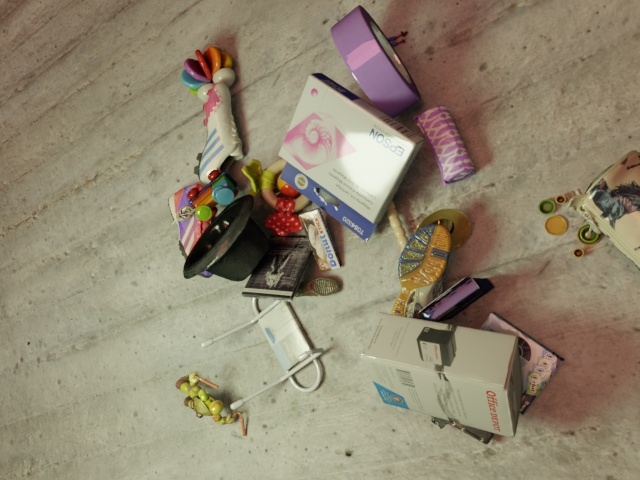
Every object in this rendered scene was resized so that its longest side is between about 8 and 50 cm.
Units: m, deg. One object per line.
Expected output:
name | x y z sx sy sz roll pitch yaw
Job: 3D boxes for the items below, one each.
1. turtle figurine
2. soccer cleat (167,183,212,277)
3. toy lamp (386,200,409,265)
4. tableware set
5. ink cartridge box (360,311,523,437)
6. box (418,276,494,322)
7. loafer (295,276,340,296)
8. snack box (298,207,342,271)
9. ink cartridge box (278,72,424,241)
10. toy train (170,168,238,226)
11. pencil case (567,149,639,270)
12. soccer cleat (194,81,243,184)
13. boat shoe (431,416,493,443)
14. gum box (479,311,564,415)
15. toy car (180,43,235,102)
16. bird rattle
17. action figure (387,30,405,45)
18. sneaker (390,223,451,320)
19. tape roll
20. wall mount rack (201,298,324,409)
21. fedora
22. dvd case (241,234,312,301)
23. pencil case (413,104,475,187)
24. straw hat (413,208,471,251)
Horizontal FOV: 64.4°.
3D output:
turtle figurine | -0.348 0.496 1.537 0.217 0.269 0.087 2 43 49
soccer cleat | -0.395 -0.035 1.640 0.116 0.108 0.318 -29 70 19
toy lamp | 0.194 -0.062 1.335 0.080 0.080 0.275 -26 76 24
tableware set | 0.568 -0.035 1.157 0.104 0.024 0.154 -26 74 25
ink cartridge box | 0.273 0.292 1.120 0.307 0.223 0.129 6 49 31
box | 0.315 0.136 1.164 0.136 0.225 0.036 -41 67 20
loafer | -0.016 0.133 1.448 0.148 0.050 0.056 -4 87 13
snack box | 0.000 0.000 1.425 0.064 0.022 0.178 -16 103 26
ink cartridge box | 0.049 -0.198 1.294 0.324 0.071 0.330 37 124 16
toy train | -0.358 -0.096 1.530 0.248 0.105 0.143 -40 25 5
pencil case | 0.693 0.023 1.004 0.183 0.160 0.410 -36 69 4
soccer cleat | -0.302 -0.333 1.623 0.143 0.116 0.331 10 93 13
boat shoe | 0.308 0.424 1.233 0.228 0.080 0.076 16 92 21
gum box | 0.438 0.284 1.189 0.184 0.041 0.157 37 103 26
toy car | -0.379 -0.554 1.656 0.182 0.136 0.159 -36 70 21
bird rattle | -0.109 -0.144 1.484 0.207 0.143 0.253 -37 71 3
action figure | 0.176 -0.548 1.416 0.115 0.030 0.038 -14 84 29
sneaker | 0.253 0.099 1.252 0.112 0.131 0.296 23 103 28
tape roll | 0.142 -0.447 1.283 0.090 0.275 0.275 -32 71 24
wall mount rack | -0.164 0.307 1.466 0.304 0.130 0.350 -39 68 20
fedora | -0.251 0.022 1.469 0.152 0.334 0.334 40 110 -19
dvd case | -0.114 0.074 1.454 0.164 0.018 0.221 1 50 29
pencil case | 0.311 -0.242 1.278 0.088 0.086 0.206 -18 73 -9
straw hat | 0.299 -0.035 1.280 0.144 0.144 0.061 -40 26 20
